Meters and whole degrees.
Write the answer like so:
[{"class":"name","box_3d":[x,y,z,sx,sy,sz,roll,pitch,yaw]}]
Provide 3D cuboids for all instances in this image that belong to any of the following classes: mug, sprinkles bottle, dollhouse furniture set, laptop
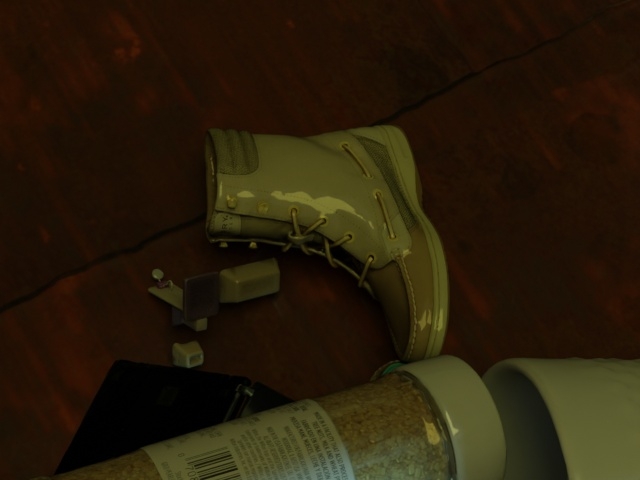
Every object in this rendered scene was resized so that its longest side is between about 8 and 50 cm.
[{"class":"mug","box_3d":[0.300,0.282,1.061,0.328,0.276,0.374,2,97,-12]},{"class":"sprinkles bottle","box_3d":[-0.037,0.186,0.988,0.355,0.121,0.121,-14,69,-23]},{"class":"dollhouse furniture set","box_3d":[-0.100,0.054,1.220,0.114,0.091,0.081,-13,25,-36]},{"class":"laptop","box_3d":[-0.098,0.241,1.092,0.264,0.136,0.234,2,56,39]}]

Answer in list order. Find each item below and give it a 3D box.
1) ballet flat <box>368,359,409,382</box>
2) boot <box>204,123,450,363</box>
[{"class":"ballet flat","box_3d":[0.041,0.203,1.143,0.073,0.067,0.206,26,69,12]},{"class":"boot","box_3d":[0.000,0.000,1.183,0.204,0.095,0.262,0,55,-18]}]
